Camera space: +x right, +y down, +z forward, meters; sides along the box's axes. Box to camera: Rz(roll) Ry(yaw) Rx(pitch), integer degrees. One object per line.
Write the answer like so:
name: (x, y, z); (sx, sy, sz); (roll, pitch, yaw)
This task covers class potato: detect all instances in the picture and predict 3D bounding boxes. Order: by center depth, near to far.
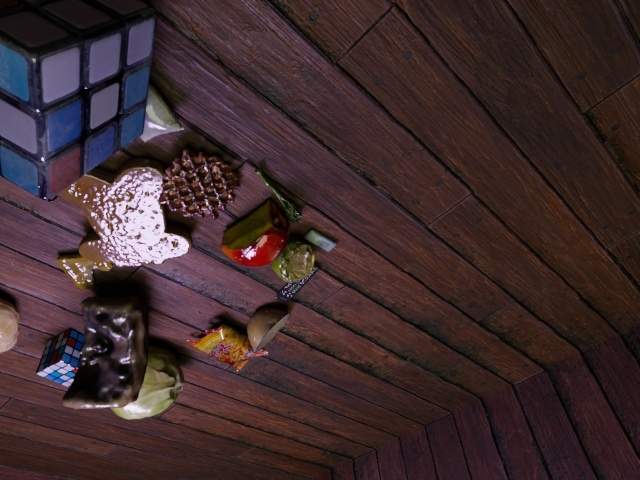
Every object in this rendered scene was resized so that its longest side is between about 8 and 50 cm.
potato: (-0.233, 0.344, 1.933); (0.117, 0.182, 0.202); (41, 121, 14)

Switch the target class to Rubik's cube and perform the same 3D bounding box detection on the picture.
Rubik's cube: (-0.591, -0.363, 0.982); (0.358, 0.362, 0.363); (32, 129, 1)
Rubik's cube: (-1.038, 0.485, 1.949); (0.155, 0.154, 0.151); (-26, 132, 19)

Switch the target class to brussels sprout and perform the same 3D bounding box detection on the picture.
brussels sprout: (-0.104, 0.065, 1.677); (0.151, 0.122, 0.149); (-48, 136, -10)
brussels sprout: (-0.754, 0.590, 1.999); (0.327, 0.328, 0.247); (21, 153, -25)

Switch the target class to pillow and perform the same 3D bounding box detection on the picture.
pillow: (-0.492, -0.368, 1.240); (0.144, 0.078, 0.254); (-17, 134, 24)

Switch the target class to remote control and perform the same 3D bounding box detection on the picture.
remote control: (0.000, 0.000, 1.692); (0.124, 0.018, 0.053); (28, 126, -29)
remote control: (-0.092, 0.163, 1.835); (0.063, 0.025, 0.245); (24, 127, -25)

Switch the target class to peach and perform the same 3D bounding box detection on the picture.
peach: (-0.217, 0.011, 1.584); (0.267, 0.154, 0.159); (-30, 131, 20)

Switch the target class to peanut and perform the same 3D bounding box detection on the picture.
peanut: (-1.217, 0.270, 1.712); (0.192, 0.170, 0.387); (-7, 134, -8)

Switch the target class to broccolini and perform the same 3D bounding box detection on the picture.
broccolini: (-0.132, -0.147, 1.517); (0.051, 0.054, 0.239); (-47, 128, -11)

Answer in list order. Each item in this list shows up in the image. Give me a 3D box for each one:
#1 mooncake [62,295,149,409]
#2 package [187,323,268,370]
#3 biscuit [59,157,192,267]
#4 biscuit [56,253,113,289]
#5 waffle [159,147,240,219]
mooncake: (-0.766, 0.399, 1.733); (0.246, 0.393, 0.394); (5, 124, -7)
package: (-0.396, 0.452, 2.029); (0.223, 0.108, 0.288); (-33, 122, 30)
biscuit: (-0.625, -0.078, 1.513); (0.368, 0.076, 0.394); (-7, 131, 0)
biscuit: (-0.818, 0.104, 1.686); (0.183, 0.039, 0.174); (-10, 133, 5)
waffle: (-0.362, -0.163, 1.436); (0.234, 0.055, 0.221); (18, 115, -33)
